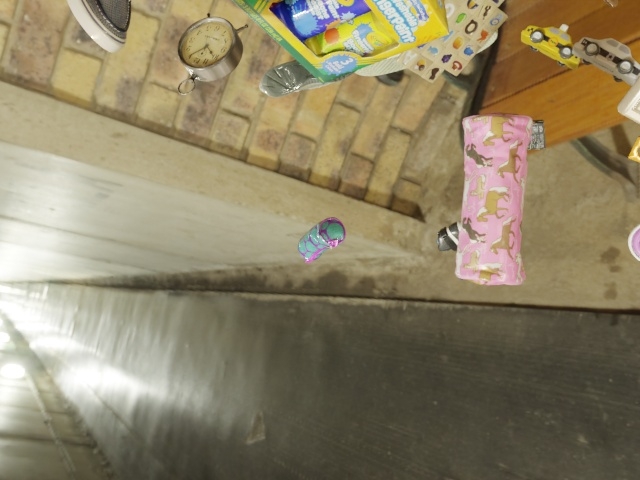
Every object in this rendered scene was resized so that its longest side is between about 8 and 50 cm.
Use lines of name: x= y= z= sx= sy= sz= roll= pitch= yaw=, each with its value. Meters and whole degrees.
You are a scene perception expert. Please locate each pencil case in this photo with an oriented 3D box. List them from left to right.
pencil case: x=0.000 y=0.000 z=1.352 sx=0.152 sy=0.065 sz=0.070 roll=143 pitch=131 yaw=-63
pencil case: x=0.386 y=-0.094 z=1.319 sx=0.167 sy=0.160 sz=0.385 roll=-162 pitch=72 yaw=-72

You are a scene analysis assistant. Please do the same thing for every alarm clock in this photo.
alarm clock: x=-0.236 y=-0.377 z=1.225 sx=0.129 sy=0.064 sz=0.192 roll=25 pitch=76 yaw=23

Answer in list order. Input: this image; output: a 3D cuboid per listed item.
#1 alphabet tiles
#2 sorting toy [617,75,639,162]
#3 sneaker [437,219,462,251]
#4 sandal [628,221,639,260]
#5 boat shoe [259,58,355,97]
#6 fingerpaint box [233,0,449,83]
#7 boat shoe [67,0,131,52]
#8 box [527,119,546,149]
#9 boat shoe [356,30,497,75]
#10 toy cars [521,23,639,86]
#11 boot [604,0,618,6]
alphabet tiles: x=0.388 y=-0.629 z=1.746 sx=0.342 sy=0.285 sz=0.011 roll=-49 pitch=44 yaw=30
sorting toy: x=0.832 y=-0.332 z=1.384 sx=0.196 sy=0.047 sz=0.347 roll=36 pitch=136 yaw=14
sneaker: x=0.472 y=0.019 z=2.047 sx=0.121 sy=0.217 sz=0.079 roll=-21 pitch=40 yaw=24
sandal: x=0.934 y=-0.059 z=1.399 sx=0.169 sy=0.102 sz=0.416 roll=51 pitch=127 yaw=8
boat shoe: x=-0.031 y=-0.515 z=1.795 sx=0.103 sy=0.321 sz=0.118 roll=-135 pitch=23 yaw=-71
fingerpaint box: x=0.048 y=-0.589 z=1.391 sx=0.371 sy=0.445 sz=0.163 roll=-14 pitch=69 yaw=27
boat shoe: x=-0.400 y=-0.531 z=1.146 sx=0.158 sy=0.127 sz=0.340 roll=-30 pitch=65 yaw=19
box: x=0.562 y=-0.280 z=1.580 sx=0.067 sy=0.083 sz=0.018 roll=0 pitch=45 yaw=28
boat shoe: x=0.334 y=-0.678 z=1.991 sx=0.501 sy=0.187 sz=0.155 roll=-4 pitch=81 yaw=27
toy cars: x=0.720 y=-0.531 z=1.629 sx=0.087 sy=0.177 sz=0.393 roll=-58 pitch=34 yaw=12
boot: x=0.780 y=-0.702 z=1.676 sx=0.042 sy=0.118 sz=0.087 roll=-35 pitch=11 yaw=-9
